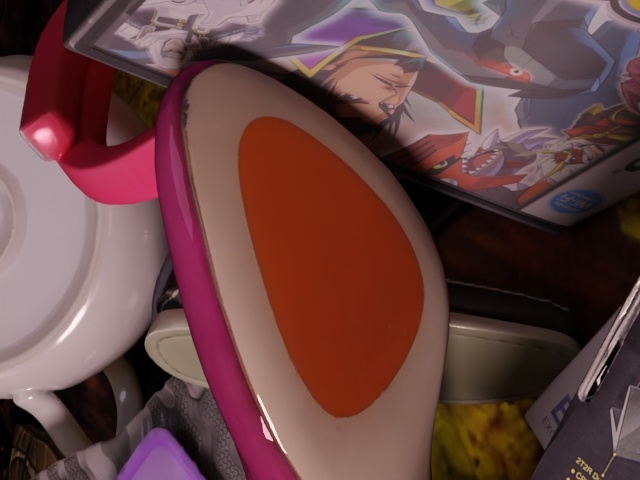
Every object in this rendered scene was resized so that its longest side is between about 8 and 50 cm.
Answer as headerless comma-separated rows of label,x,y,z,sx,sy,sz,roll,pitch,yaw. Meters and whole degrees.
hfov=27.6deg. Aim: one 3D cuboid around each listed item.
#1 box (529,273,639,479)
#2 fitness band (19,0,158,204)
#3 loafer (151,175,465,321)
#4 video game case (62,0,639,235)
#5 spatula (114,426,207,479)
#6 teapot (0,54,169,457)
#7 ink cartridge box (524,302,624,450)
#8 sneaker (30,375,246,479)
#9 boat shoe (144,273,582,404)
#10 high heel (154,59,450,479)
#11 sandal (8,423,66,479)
box,0.222,0.182,0.375,0.395,0.097,0.318,41,124,35
fitness band,-0.073,-0.128,0.766,0.209,0.054,0.291,-28,32,12
loafer,0.000,0.000,0.741,0.302,0.109,0.095,-49,55,35
video game case,0.080,-0.094,0.500,0.248,0.275,0.035,-31,50,48
spatula,-0.046,0.223,0.678,0.084,0.030,0.296,-54,42,16
teapot,-0.196,-0.001,0.941,0.252,0.187,0.256,31,96,21
ink cartridge box,0.203,0.087,0.509,0.224,0.045,0.223,-56,46,33
sneaker,-0.067,0.146,0.820,0.281,0.115,0.105,-25,61,28
boat shoe,0.023,0.036,0.670,0.228,0.081,0.068,2,52,16
high heel,-0.018,0.092,0.611,0.181,0.127,0.377,1,122,46
sandal,-0.218,0.193,1.062,0.180,0.049,0.072,-162,84,-67
